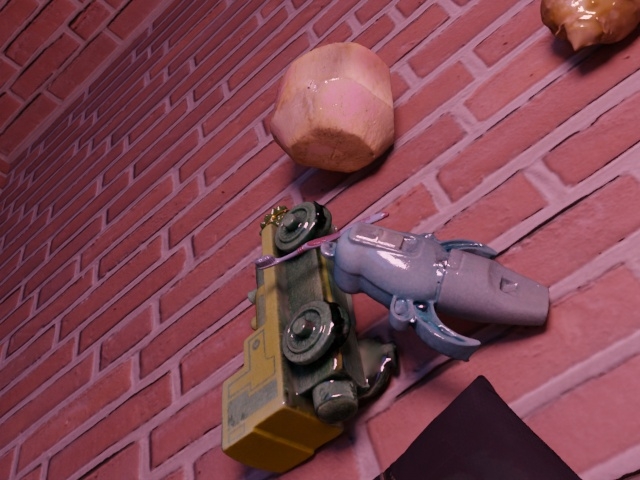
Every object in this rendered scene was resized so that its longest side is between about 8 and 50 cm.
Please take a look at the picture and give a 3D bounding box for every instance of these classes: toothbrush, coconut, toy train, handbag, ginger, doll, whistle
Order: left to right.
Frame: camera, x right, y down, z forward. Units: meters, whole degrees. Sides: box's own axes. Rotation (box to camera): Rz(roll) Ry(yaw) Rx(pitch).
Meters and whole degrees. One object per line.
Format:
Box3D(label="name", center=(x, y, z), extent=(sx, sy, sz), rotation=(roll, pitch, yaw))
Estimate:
Box3D(label="doll", center=(-0.054, -0.016, 1.059), extent=(0.078, 0.077, 0.113), rotation=(-49, 37, -12))
Box3D(label="toy train", center=(-0.034, 0.111, 0.887), extent=(0.237, 0.150, 0.369), rotation=(-38, 37, 26))
Box3D(label="toothbrush", center=(0.000, 0.000, 0.808), extent=(0.193, 0.019, 0.013), rotation=(-21, 42, 15))
Box3D(label="coconut", center=(0.021, -0.230, 1.064), extent=(0.236, 0.197, 0.237), rotation=(-28, 46, 33))
Box3D(label="whistle", center=(0.130, 0.043, 0.735), extent=(0.273, 0.093, 0.186), rotation=(15, 40, 13))
Box3D(label="handbag", center=(0.157, 0.277, 0.592), extent=(0.211, 0.089, 0.254), rotation=(-43, 37, 0))
Box3D(label="ginger", center=(0.389, -0.374, 0.853), extent=(0.138, 0.152, 0.267), rotation=(17, 90, 23))
